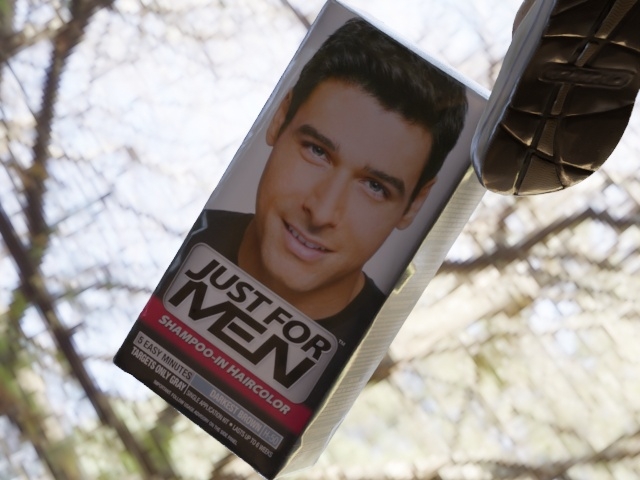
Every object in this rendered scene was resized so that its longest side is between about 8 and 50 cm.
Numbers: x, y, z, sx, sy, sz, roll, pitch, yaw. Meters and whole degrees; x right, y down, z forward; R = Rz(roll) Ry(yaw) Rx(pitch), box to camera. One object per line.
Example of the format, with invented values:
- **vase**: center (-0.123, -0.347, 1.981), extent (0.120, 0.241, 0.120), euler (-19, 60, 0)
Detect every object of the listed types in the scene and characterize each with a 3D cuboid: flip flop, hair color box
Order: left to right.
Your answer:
- **hair color box**: center (0.000, 0.000, 1.549), extent (0.374, 0.185, 0.113), euler (-58, -17, 10)
- **flip flop**: center (0.163, -0.132, 1.034), extent (0.112, 0.080, 0.277), euler (7, -40, -18)
